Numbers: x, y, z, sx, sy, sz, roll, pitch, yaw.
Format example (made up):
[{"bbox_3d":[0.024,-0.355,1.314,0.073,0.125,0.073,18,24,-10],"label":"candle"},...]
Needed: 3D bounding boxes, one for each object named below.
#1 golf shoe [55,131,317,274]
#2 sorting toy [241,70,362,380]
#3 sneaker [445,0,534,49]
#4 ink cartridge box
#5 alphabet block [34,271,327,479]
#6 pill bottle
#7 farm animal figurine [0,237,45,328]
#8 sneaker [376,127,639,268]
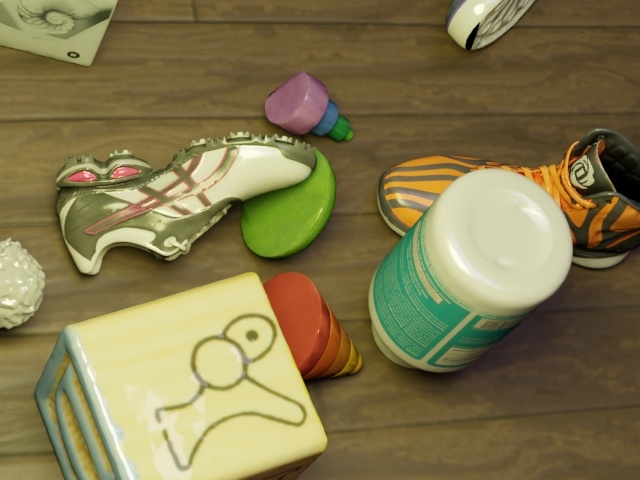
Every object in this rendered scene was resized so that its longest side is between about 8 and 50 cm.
[{"bbox_3d":[-0.133,-0.040,1.752,0.273,0.105,0.120,-10,79,1],"label":"golf shoe"},{"bbox_3d":[0.000,0.000,1.813,0.126,0.127,0.365,28,53,-39],"label":"sorting toy"},{"bbox_3d":[0.180,-0.391,2.035,0.236,0.130,0.323,37,64,11],"label":"sneaker"},{"bbox_3d":[-0.315,-0.269,1.737,0.223,0.224,0.045,13,63,-13],"label":"ink cartridge box"},{"bbox_3d":[-0.137,0.167,1.616,0.197,0.193,0.192,-15,74,-25],"label":"alphabet block"},{"bbox_3d":[0.137,0.044,1.727,0.146,0.264,0.146,8,64,-17],"label":"pill bottle"},{"bbox_3d":[-0.443,0.093,1.554,0.327,0.172,0.330,21,61,-9],"label":"farm animal figurine"},{"bbox_3d":[0.232,-0.063,1.857,0.321,0.180,0.124,5,65,-17],"label":"sneaker"}]
